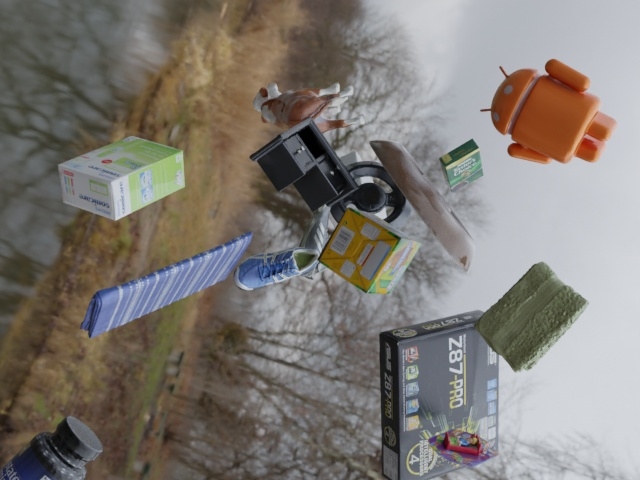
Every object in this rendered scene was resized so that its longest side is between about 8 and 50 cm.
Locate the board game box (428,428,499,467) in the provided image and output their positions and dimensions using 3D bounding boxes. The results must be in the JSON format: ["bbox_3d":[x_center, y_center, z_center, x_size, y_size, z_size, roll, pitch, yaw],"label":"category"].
[{"bbox_3d":[0.337,0.471,1.841,0.133,0.169,0.033,25,-70,41],"label":"board game box"}]

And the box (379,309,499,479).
[{"bbox_3d":[0.304,0.397,1.996,0.097,0.318,0.394,19,-66,58],"label":"box"}]

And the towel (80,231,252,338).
[{"bbox_3d":[-0.312,0.086,1.579,0.336,0.040,0.243,-24,168,-29],"label":"towel"}]

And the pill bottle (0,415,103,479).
[{"bbox_3d":[-0.510,0.431,1.436,0.219,0.123,0.123,-45,-176,-5],"label":"pill bottle"}]

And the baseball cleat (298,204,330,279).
[{"bbox_3d":[0.000,0.000,2.010,0.205,0.110,0.072,-64,-167,3],"label":"baseball cleat"}]

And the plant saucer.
[{"bbox_3d":[0.202,-0.076,1.483,0.050,0.310,0.310,-38,-166,11],"label":"plant saucer"}]

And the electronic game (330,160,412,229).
[{"bbox_3d":[0.131,-0.111,2.090,0.048,0.229,0.229,102,4,-65],"label":"electronic game"}]

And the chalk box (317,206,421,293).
[{"bbox_3d":[0.112,0.025,1.634,0.132,0.132,0.213,-60,159,9],"label":"chalk box"}]

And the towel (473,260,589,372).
[{"bbox_3d":[0.307,0.112,1.152,0.148,0.110,0.027,-46,149,6],"label":"towel"}]

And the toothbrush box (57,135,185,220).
[{"bbox_3d":[-0.550,-0.180,2.198,0.283,0.206,0.122,-36,136,-48],"label":"toothbrush box"}]

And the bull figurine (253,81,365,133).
[{"bbox_3d":[-0.033,-0.290,1.725,0.310,0.189,0.101,-128,-155,-63],"label":"bull figurine"}]

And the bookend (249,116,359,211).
[{"bbox_3d":[-0.025,-0.118,1.362,0.072,0.156,0.157,-32,-175,26],"label":"bookend"}]

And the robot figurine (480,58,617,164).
[{"bbox_3d":[0.384,-0.210,1.334,0.128,0.219,0.158,-56,164,-14],"label":"robot figurine"}]

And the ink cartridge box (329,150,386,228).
[{"bbox_3d":[0.110,-0.099,2.376,0.131,0.226,0.306,-24,-153,11],"label":"ink cartridge box"}]

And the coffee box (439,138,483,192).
[{"bbox_3d":[0.407,-0.212,2.259,0.040,0.113,0.184,62,2,25],"label":"coffee box"}]

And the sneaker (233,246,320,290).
[{"bbox_3d":[-0.097,0.054,1.763,0.081,0.211,0.080,-23,-93,63],"label":"sneaker"}]
